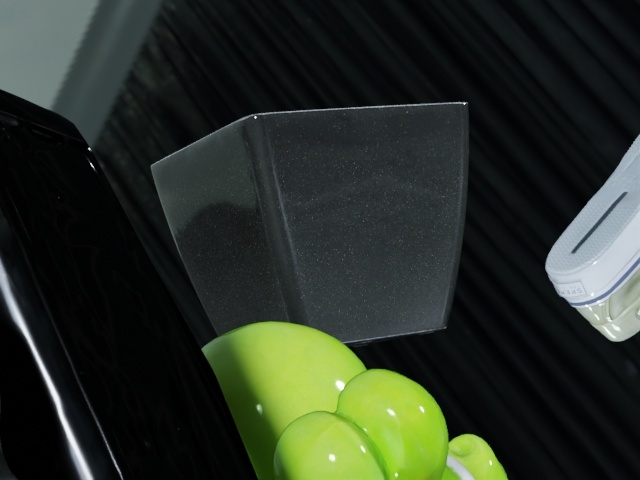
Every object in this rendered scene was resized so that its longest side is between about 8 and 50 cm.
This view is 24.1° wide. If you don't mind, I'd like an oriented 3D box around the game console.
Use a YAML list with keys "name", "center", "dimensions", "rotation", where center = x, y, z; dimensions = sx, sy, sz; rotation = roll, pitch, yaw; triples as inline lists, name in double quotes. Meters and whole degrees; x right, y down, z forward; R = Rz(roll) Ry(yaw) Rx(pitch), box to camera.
- name: "game console"
  center: [-0.104, 0.040, 0.396]
  dimensions: [0.044, 0.213, 0.361]
  rotation: [-29, 166, 12]

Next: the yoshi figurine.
- name: "yoshi figurine"
  center: [0.007, 0.172, 0.806]
  dimensions: [0.362, 0.203, 0.204]
  rotation: [85, 18, -45]

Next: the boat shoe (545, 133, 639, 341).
- name: "boat shoe"
  center: [0.319, -0.040, 1.330]
  dimensions: [0.302, 0.109, 0.094]
  rotation: [-44, 116, -13]

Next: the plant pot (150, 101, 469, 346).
- name: "plant pot"
  center: [0.000, 0.000, 1.135]
  dimensions: [0.188, 0.167, 0.187]
  rotation: [-5, 173, -30]
